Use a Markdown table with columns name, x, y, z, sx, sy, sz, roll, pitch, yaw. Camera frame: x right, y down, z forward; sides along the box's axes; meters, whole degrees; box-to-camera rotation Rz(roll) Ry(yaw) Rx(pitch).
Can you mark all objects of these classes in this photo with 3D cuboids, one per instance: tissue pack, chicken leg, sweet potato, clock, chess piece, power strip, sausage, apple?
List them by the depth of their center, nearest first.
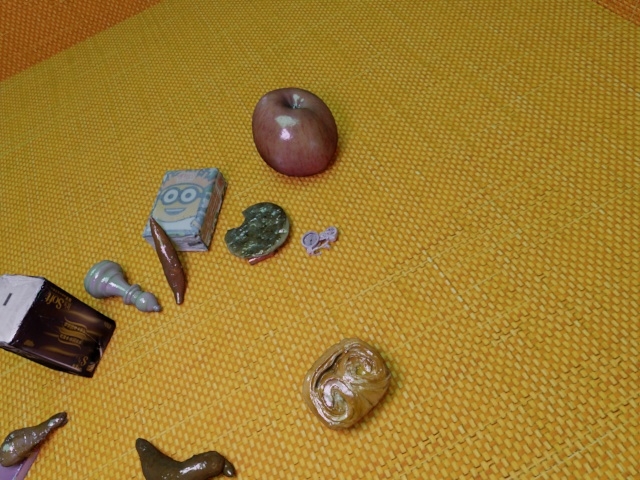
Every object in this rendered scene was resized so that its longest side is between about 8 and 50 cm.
| name | x | y | z | sx | sy | sz | roll | pitch | yaw |
| --- | --- | --- | --- | --- | --- | --- | --- | --- | --- |
| sweet potato | -0.384 | 0.618 | 1.210 | 0.309 | 0.098 | 0.124 | 0 | 39 | 17 |
| power strip | -0.948 | 0.729 | 1.324 | 0.109 | 0.037 | 0.279 | 12 | 63 | 20 |
| chicken leg | -0.856 | 0.580 | 1.344 | 0.085 | 0.069 | 0.198 | 39 | 48 | 22 |
| tissue pack | -0.839 | 0.264 | 1.379 | 0.198 | 0.370 | 0.210 | 9 | 63 | 18 |
| clock | 0.000 | 0.000 | 1.514 | 0.129 | 0.041 | 0.087 | -19 | 53 | 9 |
| sweet potato | -0.512 | 0.063 | 1.530 | 0.072 | 0.066 | 0.315 | -16 | 95 | 2 |
| sausage | -0.196 | 0.052 | 1.540 | 0.107 | 0.031 | 0.031 | -23 | 57 | 1 |
| chess piece | -0.658 | 0.180 | 1.544 | 0.271 | 0.139 | 0.139 | 25 | 68 | 14 |
| apple | -0.098 | -0.408 | 1.649 | 0.344 | 0.269 | 0.345 | -7 | 57 | 10 |
| tissue pack | -0.494 | -0.117 | 1.665 | 0.227 | 0.128 | 0.311 | 0 | 58 | 15 |

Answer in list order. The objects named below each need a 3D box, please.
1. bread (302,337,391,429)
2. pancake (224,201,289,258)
| name | x | y | z | sx | sy | sz | roll | pitch | yaw |
| --- | --- | --- | --- | --- | --- | --- | --- | --- | --- |
| bread | 0.068 | 0.383 | 1.218 | 0.236 | 0.120 | 0.198 | -41 | 60 | -12 |
| pancake | -0.219 | -0.033 | 1.577 | 0.253 | 0.037 | 0.254 | -10 | 50 | 12 |
